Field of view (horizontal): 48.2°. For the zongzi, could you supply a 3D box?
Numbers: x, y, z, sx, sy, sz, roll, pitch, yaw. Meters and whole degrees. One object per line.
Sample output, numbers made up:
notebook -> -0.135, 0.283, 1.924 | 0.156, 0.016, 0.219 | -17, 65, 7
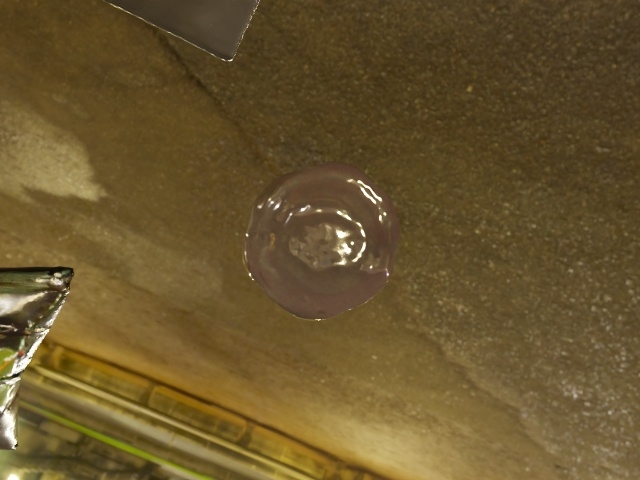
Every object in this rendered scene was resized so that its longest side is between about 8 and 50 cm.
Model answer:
zongzi -> -0.527, 0.184, 0.937 | 0.383, 0.319, 0.362 | -4, 130, -24

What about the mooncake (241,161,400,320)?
mooncake -> 0.000, 0.000, 1.088 | 0.244, 0.245, 0.133 | 25, 178, -7

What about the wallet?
wallet -> -0.230, -0.401, 1.177 | 0.244, 0.124, 0.025 | 21, -167, -27
